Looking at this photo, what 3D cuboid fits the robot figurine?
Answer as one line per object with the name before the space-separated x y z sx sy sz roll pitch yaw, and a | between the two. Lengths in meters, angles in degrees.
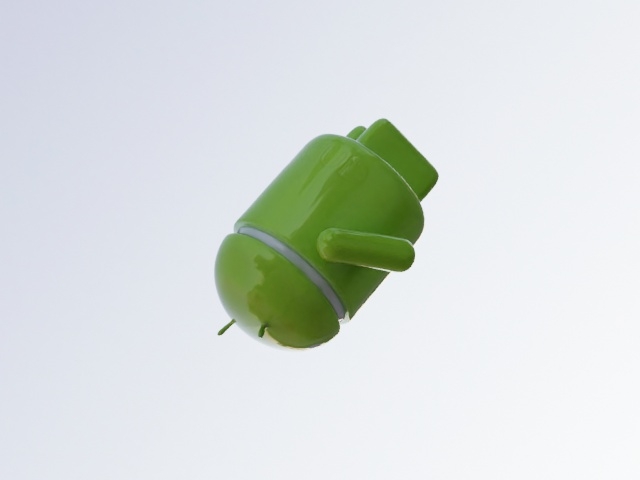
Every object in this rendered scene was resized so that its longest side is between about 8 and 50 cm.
robot figurine | 0.000 0.000 0.661 0.115 0.067 0.101 -49 16 -19
